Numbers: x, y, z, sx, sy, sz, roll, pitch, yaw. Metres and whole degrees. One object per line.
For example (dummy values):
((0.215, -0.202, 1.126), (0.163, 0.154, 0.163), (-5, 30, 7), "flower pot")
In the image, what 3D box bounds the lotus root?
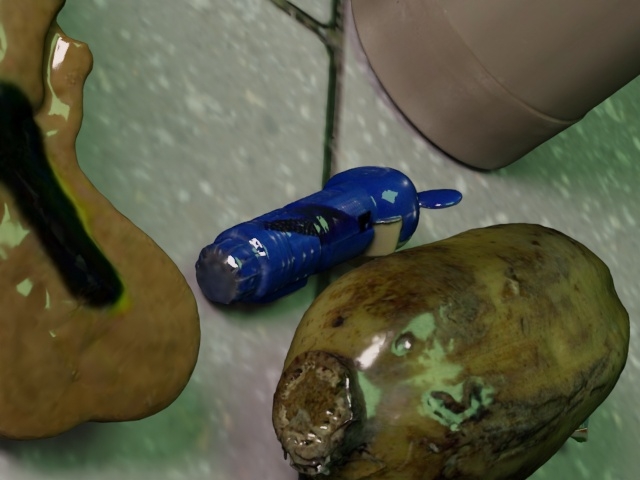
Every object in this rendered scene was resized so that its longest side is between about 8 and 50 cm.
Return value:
((0.046, 0.044, 0.646), (0.179, 0.080, 0.089), (-18, 84, -51), "lotus root")

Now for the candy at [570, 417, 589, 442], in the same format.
((0.074, 0.055, 0.728), (0.083, 0.020, 0.030), (26, 41, -32), "candy")

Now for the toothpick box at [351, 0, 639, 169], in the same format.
((0.111, -0.119, 0.794), (0.111, 0.181, 0.111), (33, 38, -30), "toothpick box")

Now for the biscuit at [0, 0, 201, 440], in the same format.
((-0.133, -0.079, 0.509), (0.183, 0.047, 0.319), (-34, 105, -30), "biscuit")

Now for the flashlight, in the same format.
((0.000, 0.000, 0.680), (0.121, 0.057, 0.035), (-26, 118, -51), "flashlight")
